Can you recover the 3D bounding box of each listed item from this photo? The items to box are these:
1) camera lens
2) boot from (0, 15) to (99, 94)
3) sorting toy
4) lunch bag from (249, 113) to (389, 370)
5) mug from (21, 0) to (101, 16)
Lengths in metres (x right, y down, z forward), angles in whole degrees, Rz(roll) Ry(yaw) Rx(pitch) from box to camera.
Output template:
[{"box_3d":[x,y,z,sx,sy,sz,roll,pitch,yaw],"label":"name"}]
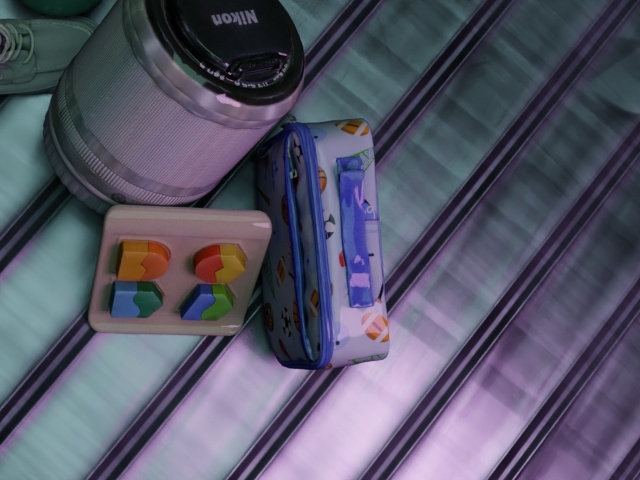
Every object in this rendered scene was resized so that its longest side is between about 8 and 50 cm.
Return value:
[{"box_3d":[-0.165,-0.169,1.626,0.219,0.274,0.219,21,48,-26],"label":"camera lens"},{"box_3d":[-0.369,-0.217,1.685,0.258,0.123,0.095,-15,90,-15],"label":"boot"},{"box_3d":[-0.167,0.044,1.693,0.193,0.208,0.038,2,47,-15],"label":"sorting toy"},{"box_3d":[0.000,0.000,1.704,0.115,0.243,0.303,-6,88,-15],"label":"lunch bag"},{"box_3d":[-0.301,-0.338,1.721,0.129,0.097,0.158,34,56,10],"label":"mug"}]
